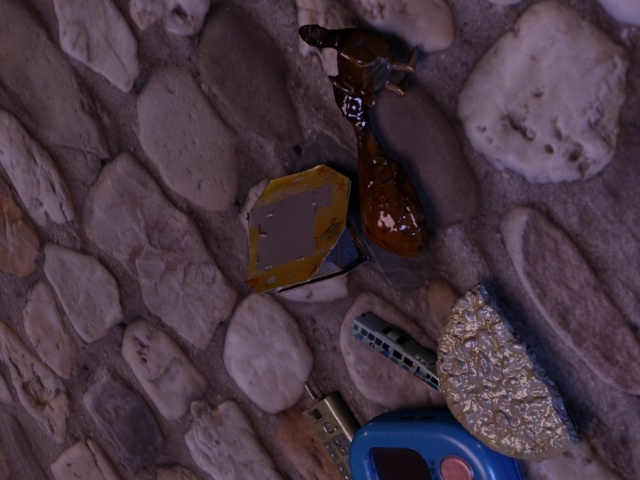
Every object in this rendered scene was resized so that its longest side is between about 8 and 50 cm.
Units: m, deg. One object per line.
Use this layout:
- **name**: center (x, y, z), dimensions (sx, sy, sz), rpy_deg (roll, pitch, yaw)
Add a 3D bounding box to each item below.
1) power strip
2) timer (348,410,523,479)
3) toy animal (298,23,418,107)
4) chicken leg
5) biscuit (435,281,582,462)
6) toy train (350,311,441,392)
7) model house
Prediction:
- **power strip**: center (0.045, 0.366, 2.244), dimensions (0.092, 0.034, 0.268), rpy_deg (-37, 83, 47)
- **timer**: center (0.205, 0.438, 2.069), dimensions (0.309, 0.115, 0.340), rpy_deg (-9, 104, 43)
- **toy animal**: center (0.047, -0.258, 1.822), dimensions (0.179, 0.188, 0.089), rpy_deg (18, 125, -5)
- **chicken leg**: center (0.081, -0.113, 1.936), dimensions (0.113, 0.093, 0.304), rpy_deg (-22, 91, 58)
- **biscuit**: center (0.264, 0.213, 1.902), dimensions (0.179, 0.084, 0.281), rpy_deg (-33, 82, 32)
- **toy train**: center (0.141, 0.187, 2.054), dimensions (0.207, 0.043, 0.047), rpy_deg (33, 126, 27)
- **model house**: center (0.000, 0.000, 2.060), dimensions (0.219, 0.136, 0.207), rpy_deg (-19, 58, 33)
